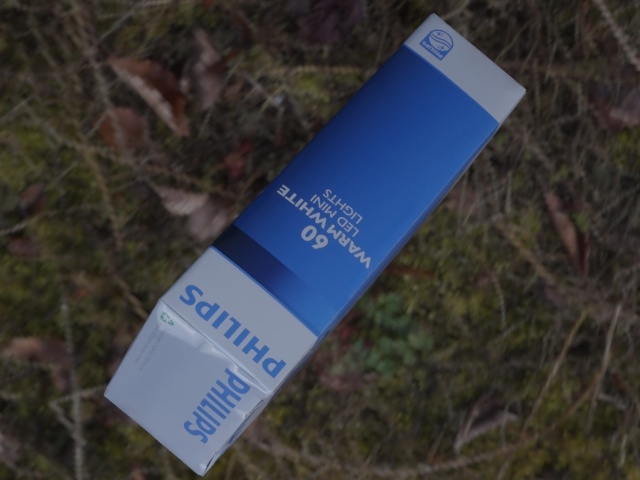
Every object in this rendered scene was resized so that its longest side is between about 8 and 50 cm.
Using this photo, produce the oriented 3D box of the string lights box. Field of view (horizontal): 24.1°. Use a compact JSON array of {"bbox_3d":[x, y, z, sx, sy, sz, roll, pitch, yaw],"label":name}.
[{"bbox_3d":[0.000,0.000,0.846,0.076,0.260,0.133,40,146,2],"label":"string lights box"}]
